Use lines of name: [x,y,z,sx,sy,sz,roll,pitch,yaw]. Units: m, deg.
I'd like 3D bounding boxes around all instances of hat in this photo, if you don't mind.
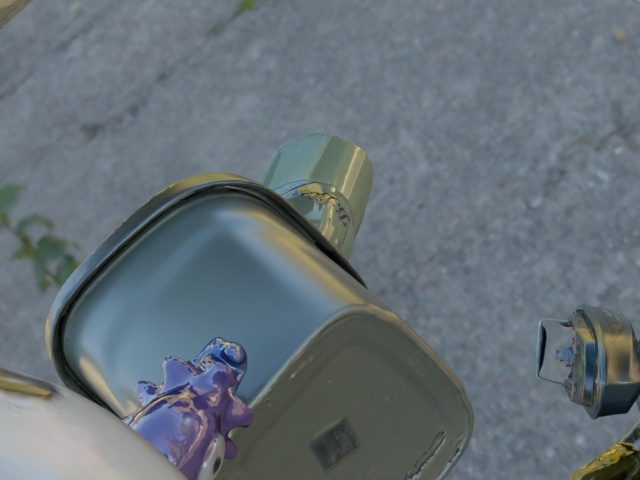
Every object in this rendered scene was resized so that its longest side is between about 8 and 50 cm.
hat: [0.000,-0.004,1.162,0.081,0.122,0.166,-2,59,64]

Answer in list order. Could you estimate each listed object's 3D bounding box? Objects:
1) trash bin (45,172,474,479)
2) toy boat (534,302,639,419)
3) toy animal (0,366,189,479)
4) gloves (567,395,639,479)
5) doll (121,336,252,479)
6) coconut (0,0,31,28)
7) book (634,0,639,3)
trash bin: [-0.040,0.098,0.989,0.219,0.220,0.250,-49,32,-4]
toy boat: [0.257,0.115,1.299,0.103,0.093,0.246,3,5,6]
toy animal: [-0.135,0.158,0.481,0.235,0.187,0.165,-46,11,16]
gloves: [0.347,0.200,1.364,0.154,0.141,0.331,8,80,44]
doll: [-0.076,0.100,0.761,0.110,0.067,0.206,-56,2,13]
coconut: [-0.356,-0.301,1.188,0.328,0.329,0.329,-26,39,23]
book: [0.184,-0.222,0.796,0.020,0.295,0.208,-34,42,50]
